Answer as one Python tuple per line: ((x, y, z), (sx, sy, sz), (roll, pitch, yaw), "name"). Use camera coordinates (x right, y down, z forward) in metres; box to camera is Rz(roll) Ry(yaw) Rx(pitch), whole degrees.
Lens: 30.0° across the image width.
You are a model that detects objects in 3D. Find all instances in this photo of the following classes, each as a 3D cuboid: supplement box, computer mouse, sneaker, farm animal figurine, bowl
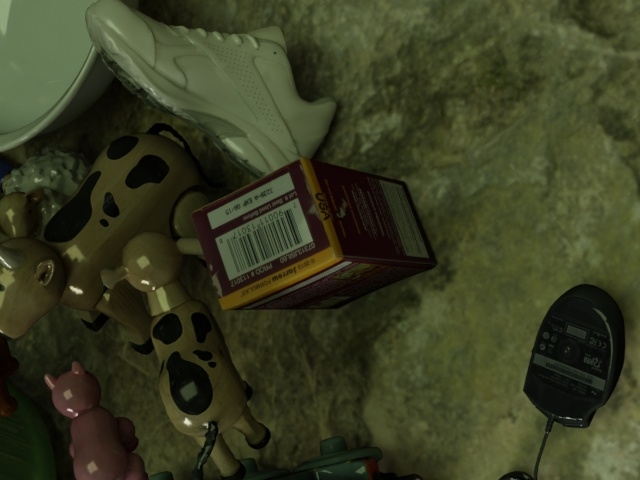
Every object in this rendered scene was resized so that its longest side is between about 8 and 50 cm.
((0.000, 0.000, 0.930), (0.104, 0.188, 0.081), (-25, 77, 24), "supplement box")
((0.183, 0.149, 0.923), (0.071, 0.041, 0.242), (24, 106, 34), "computer mouse")
((-0.086, -0.144, 0.997), (0.115, 0.232, 0.090), (-57, 25, -4), "sneaker")
((-0.178, 0.033, 0.960), (0.330, 0.172, 0.327), (2, 50, 25), "farm animal figurine")
((-0.274, -0.221, 1.107), (0.298, 0.134, 0.298), (-1, 88, 26), "bowl")

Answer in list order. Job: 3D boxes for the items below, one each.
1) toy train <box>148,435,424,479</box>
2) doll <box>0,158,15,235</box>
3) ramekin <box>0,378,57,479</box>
((-0.077, 0.251, 0.959), (0.334, 0.190, 0.142), (-16, 81, 25), "toy train")
((-0.380, -0.064, 1.203), (0.189, 0.046, 0.129), (24, 98, 25), "doll")
((-0.410, 0.235, 1.089), (0.303, 0.148, 0.303), (-10, 60, 19), "ramekin")
